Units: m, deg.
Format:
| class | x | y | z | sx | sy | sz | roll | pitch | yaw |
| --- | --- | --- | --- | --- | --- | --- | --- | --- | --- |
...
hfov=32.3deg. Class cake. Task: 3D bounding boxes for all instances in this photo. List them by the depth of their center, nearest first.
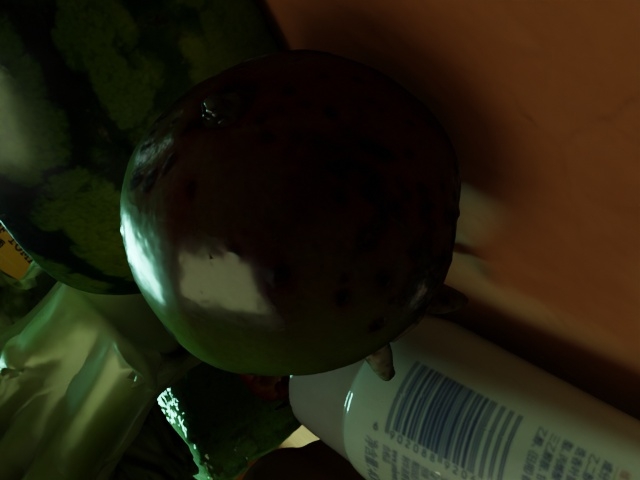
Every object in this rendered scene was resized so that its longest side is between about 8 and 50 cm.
| class | x | y | z | sx | sy | sz | roll | pitch | yaw |
| --- | --- | --- | --- | --- | --- | --- | --- | --- | --- |
| cake | -0.114 | 0.072 | 0.818 | 0.100 | 0.099 | 0.235 | 19 | 145 | 49 |

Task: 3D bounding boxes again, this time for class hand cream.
| class | x | y | z | sx | sy | sz | roll | pitch | yaw |
| --- | --- | --- | --- | --- | --- | --- | --- | --- | --- |
| hand cream | 0.093 | 0.101 | 0.473 | 0.248 | 0.083 | 0.133 | 30 | 137 | 41 |

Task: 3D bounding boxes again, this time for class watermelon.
| class | x | y | z | sx | sy | sz | roll | pitch | yaw |
| --- | --- | --- | --- | --- | --- | --- | --- | --- | --- |
| watermelon | -0.105 | -0.055 | 0.514 | 0.159 | 0.128 | 0.303 | 30 | 154 | 40 |

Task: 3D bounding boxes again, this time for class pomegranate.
| class | x | y | z | sx | sy | sz | roll | pitch | yaw |
| --- | --- | --- | --- | --- | --- | --- | --- | --- | --- |
| pomegranate | 0.004 | 0.000 | 0.423 | 0.159 | 0.129 | 0.129 | 33 | 165 | -21 |

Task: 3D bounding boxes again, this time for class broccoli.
| class | x | y | z | sx | sy | sz | roll | pitch | yaw |
| --- | --- | --- | --- | --- | --- | --- | --- | --- | --- |
| broccoli | -0.202 | 0.138 | 0.690 | 0.277 | 0.317 | 0.338 | 29 | 179 | -12 |

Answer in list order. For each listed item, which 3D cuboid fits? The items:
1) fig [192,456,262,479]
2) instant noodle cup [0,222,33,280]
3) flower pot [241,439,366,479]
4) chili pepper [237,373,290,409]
| class | x | y | z | sx | sy | sz | roll | pitch | yaw |
| --- | --- | --- | --- | --- | --- | --- | --- | --- | --- |
| fig | -0.206 | 0.316 | 1.088 | 0.286 | 0.369 | 0.286 | 51 | 163 | 21 |
| instant noodle cup | -0.295 | 0.032 | 0.994 | 0.216 | 0.172 | 0.215 | 40 | 160 | 18 |
| flower pot | 0.021 | 0.228 | 0.753 | 0.190 | 0.191 | 0.173 | 60 | 170 | -31 |
| chili pepper | -0.070 | 0.022 | 0.695 | 0.169 | 0.065 | 0.088 | 42 | 159 | 23 |
